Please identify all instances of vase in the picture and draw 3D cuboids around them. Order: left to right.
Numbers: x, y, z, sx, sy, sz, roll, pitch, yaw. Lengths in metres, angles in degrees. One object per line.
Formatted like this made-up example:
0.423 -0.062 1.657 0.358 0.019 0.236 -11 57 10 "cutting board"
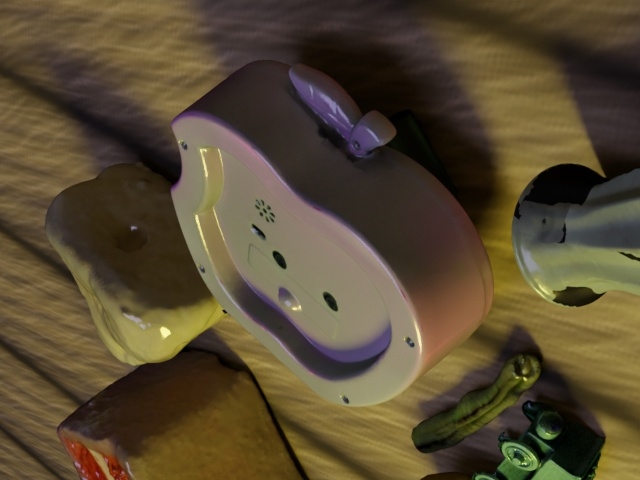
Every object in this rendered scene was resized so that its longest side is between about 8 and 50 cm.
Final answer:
0.282 -0.010 0.914 0.360 0.165 0.165 -4 118 60 "vase"

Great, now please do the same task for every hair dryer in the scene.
0.052 -0.064 1.293 0.100 0.057 0.198 60 159 -13 "hair dryer"

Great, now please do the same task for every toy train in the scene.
0.217 0.226 1.344 0.099 0.070 0.172 35 148 9 "toy train"

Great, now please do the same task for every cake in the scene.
-0.184 0.325 1.859 0.237 0.230 0.308 2 124 52 "cake"

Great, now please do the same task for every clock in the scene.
0.000 0.000 1.257 0.338 0.102 0.338 36 148 27 "clock"

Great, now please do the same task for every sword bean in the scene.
0.160 0.171 1.396 0.043 0.038 0.269 27 150 -6 "sword bean"

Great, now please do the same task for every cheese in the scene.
-0.194 0.063 1.644 0.248 0.174 0.251 36 147 44 "cheese"

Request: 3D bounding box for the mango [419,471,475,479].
0.208 0.415 1.467 0.365 0.182 0.253 64 154 3 "mango"
